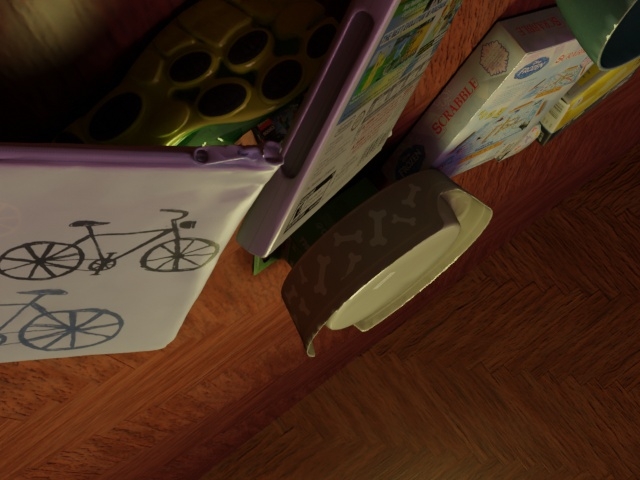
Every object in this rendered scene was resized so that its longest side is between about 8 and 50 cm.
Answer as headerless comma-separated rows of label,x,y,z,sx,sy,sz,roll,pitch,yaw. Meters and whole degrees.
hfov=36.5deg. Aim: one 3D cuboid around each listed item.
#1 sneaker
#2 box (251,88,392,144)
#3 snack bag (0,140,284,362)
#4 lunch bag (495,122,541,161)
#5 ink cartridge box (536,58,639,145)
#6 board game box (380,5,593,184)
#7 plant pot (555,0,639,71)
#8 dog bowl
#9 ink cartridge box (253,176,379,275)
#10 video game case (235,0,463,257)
sneaker,-0.114,-0.106,0.807,0.295,0.109,0.123,-34,177,8
box,0.008,-0.130,1.119,0.159,0.044,0.233,-37,166,-5
snack bag,-0.231,0.015,0.738,0.323,0.037,0.342,-1,151,-26
lunch bag,0.360,-0.192,1.795,0.071,0.053,0.083,-27,172,-30
ink cartridge box,0.522,-0.315,1.751,0.307,0.072,0.303,-36,170,0
board game box,0.282,-0.221,1.472,0.318,0.066,0.318,-24,161,-44
plant pot,0.314,-0.333,0.923,0.290,0.195,0.290,-36,166,-11
dog bowl,0.090,0.029,1.452,0.348,0.102,0.349,-36,165,-11
ink cartridge box,0.000,0.000,1.480,0.209,0.062,0.109,-34,166,-17
video game case,0.058,-0.163,0.859,0.300,0.036,0.329,-61,172,29
